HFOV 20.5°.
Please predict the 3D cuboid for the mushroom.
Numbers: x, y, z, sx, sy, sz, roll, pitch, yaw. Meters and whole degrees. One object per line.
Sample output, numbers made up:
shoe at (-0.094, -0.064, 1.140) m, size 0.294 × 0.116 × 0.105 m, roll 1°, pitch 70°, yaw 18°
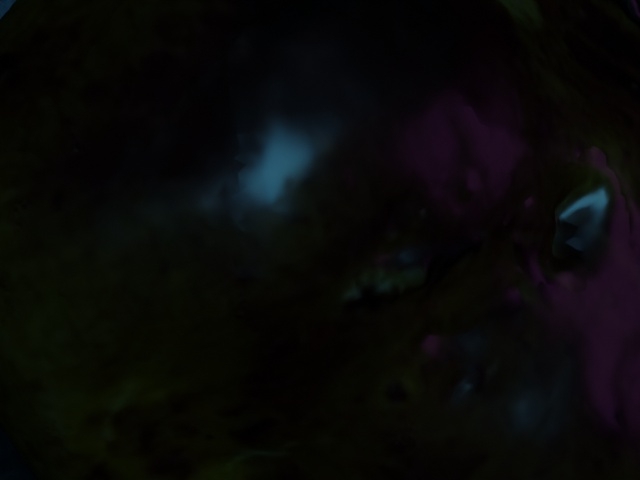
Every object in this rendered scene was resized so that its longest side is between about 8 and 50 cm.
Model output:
mushroom at (0.000, 0.000, 0.671) m, size 0.345 × 0.259 × 0.345 m, roll 13°, pitch 72°, yaw -46°
